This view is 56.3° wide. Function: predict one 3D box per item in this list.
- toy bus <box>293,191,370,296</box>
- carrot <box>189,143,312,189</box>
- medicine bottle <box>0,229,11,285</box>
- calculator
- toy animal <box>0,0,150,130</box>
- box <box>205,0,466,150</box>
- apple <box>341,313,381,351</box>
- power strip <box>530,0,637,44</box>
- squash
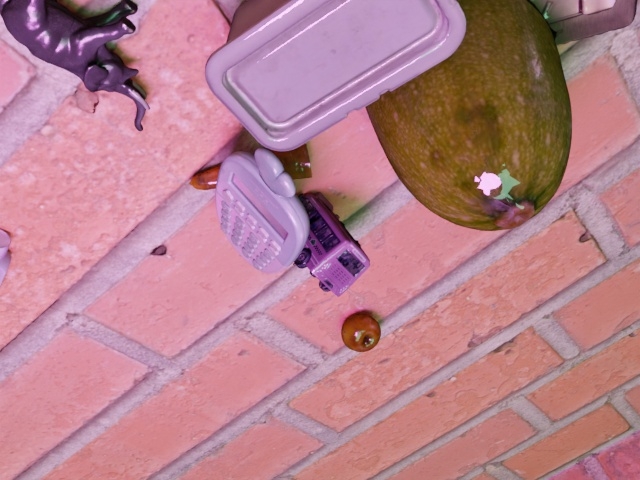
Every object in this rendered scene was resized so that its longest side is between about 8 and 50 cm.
[{"bbox_3d":[0.000,0.000,1.055,0.108,0.199,0.096,-41,129,5],"label":"toy bus"},{"bbox_3d":[-0.120,-0.117,1.016,0.210,0.061,0.061,-11,132,1],"label":"carrot"},{"bbox_3d":[-0.574,0.037,1.022,0.074,0.055,0.118,22,120,-28],"label":"medicine bottle"},{"bbox_3d":[-0.095,-0.044,0.949,0.042,0.184,0.295,-38,171,-30],"label":"calculator"},{"bbox_3d":[-0.308,-0.270,0.820,0.137,0.082,0.269,-35,133,18],"label":"toy animal"},{"bbox_3d":[0.013,-0.288,0.793,0.312,0.182,0.175,-26,133,23],"label":"box"},{"bbox_3d":[0.090,0.204,1.330,0.089,0.074,0.089,-8,129,-10],"label":"apple"},{"bbox_3d":[0.322,-0.403,0.860,0.251,0.092,0.257,-8,133,15],"label":"power strip"},{"bbox_3d":[0.199,-0.153,0.839,0.310,0.309,0.310,4,135,4],"label":"squash"}]
